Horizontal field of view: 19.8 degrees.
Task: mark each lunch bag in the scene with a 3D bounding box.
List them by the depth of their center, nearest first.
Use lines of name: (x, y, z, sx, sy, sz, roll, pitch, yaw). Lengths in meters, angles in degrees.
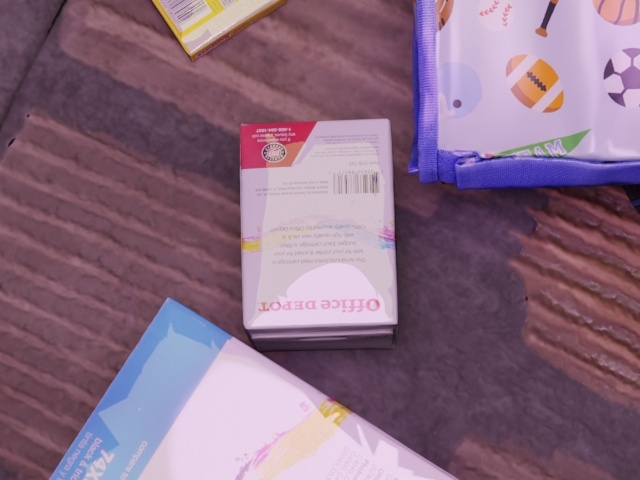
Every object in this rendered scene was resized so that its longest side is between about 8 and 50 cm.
lunch bag: (0.232, -0.223, 1.527, 0.327, 0.239, 0.386, -2, 68, 3)

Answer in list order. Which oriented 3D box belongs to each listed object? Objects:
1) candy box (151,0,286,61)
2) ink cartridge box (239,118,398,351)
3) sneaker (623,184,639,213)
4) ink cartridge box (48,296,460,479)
candy box: (-0.129, -0.272, 1.659, 0.105, 0.027, 0.206, -32, 78, -7)
ink cartridge box: (0.000, 0.000, 1.539, 0.128, 0.127, 0.176, -1, 77, 2)
sneaker: (0.346, -0.035, 1.568, 0.211, 0.080, 0.081, 37, 55, 12)
ink cartridge box: (-0.051, 0.212, 1.457, 0.270, 0.198, 0.197, 31, 80, 10)
